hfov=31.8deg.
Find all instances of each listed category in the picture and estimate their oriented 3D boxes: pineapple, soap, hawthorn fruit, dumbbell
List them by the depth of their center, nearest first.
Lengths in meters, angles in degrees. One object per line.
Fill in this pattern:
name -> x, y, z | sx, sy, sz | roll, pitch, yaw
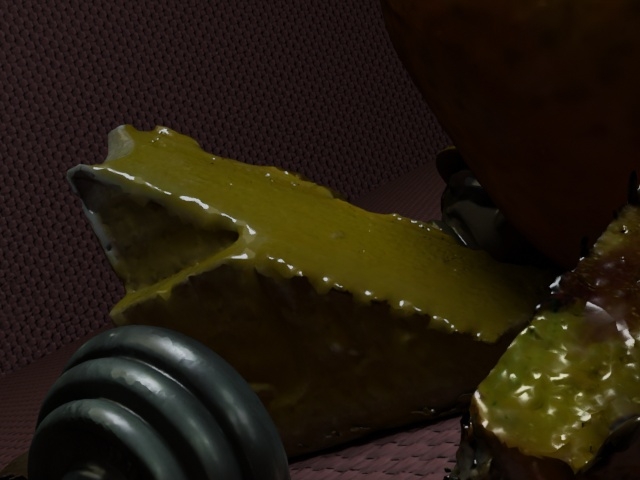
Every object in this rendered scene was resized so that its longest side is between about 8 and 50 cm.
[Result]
pineapple -> 0.179, 0.073, 0.487 | 0.161, 0.158, 0.334 | 23, 35, 24
dumbbell -> -0.168, 0.178, 0.572 | 0.179, 0.179, 0.406 | -20, 6, 38
hawthorn fruit -> 0.261, -0.210, 0.862 | 0.472, 0.472, 0.472 | -24, 5, 2
soap -> 0.000, 0.000, 0.898 | 0.338, 0.304, 0.169 | -21, 10, 27

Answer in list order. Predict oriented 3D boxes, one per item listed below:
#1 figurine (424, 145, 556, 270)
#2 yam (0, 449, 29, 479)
figurine -> 0.161, -0.018, 1.119 | 0.257, 0.167, 0.192 | -28, 20, -18
yam -> -0.253, 0.230, 0.982 | 0.084, 0.084, 0.127 | -24, 1, 1
